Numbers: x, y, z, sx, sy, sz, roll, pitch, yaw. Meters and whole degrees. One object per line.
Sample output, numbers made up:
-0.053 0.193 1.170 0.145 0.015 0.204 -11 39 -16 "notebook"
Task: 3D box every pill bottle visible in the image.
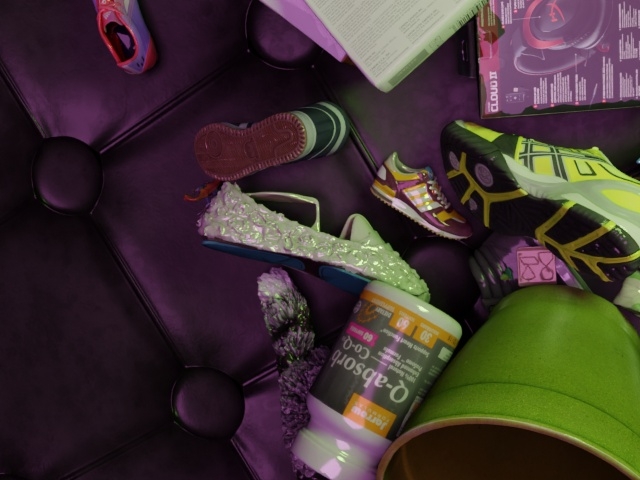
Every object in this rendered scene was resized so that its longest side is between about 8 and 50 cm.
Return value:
0.078 0.212 1.100 0.162 0.162 0.278 28 84 6 "pill bottle"

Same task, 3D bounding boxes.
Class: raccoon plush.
0.083 0.236 1.246 0.299 0.216 0.446 -16 96 7 "raccoon plush"

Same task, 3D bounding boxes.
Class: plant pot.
0.305 0.253 1.039 0.367 0.353 0.366 13 128 18 "plant pot"

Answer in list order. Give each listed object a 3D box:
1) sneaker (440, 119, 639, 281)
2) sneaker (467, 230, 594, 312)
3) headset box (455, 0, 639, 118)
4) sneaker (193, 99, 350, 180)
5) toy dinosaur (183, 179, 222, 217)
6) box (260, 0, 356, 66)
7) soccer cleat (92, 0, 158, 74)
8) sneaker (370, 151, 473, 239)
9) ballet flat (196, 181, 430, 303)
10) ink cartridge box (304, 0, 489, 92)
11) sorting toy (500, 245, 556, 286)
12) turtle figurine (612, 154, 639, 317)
0.336 -0.080 1.116 0.385 0.147 0.145 39 153 38 "sneaker"
0.353 0.102 1.209 0.147 0.104 0.295 -38 85 18 "sneaker"
0.352 -0.299 1.127 0.293 0.110 0.218 -3 99 13 "headset box"
-0.078 -0.169 1.262 0.282 0.153 0.099 -3 104 43 "sneaker"
-0.201 -0.089 1.299 0.047 0.082 0.090 34 104 5 "toy dinosaur"
0.057 -0.376 1.055 0.168 0.345 0.215 38 106 3 "box"
-0.351 -0.400 1.269 0.083 0.095 0.248 -21 96 15 "soccer cleat"
0.176 -0.072 1.228 0.185 0.069 0.084 29 110 5 "sneaker"
0.000 0.000 1.240 0.409 0.147 0.147 18 104 0 "ballet flat"
0.070 -0.313 0.870 0.181 0.056 0.224 -41 74 16 "ink cartridge box"
0.318 0.040 1.155 0.083 0.012 0.062 -3 94 12 "sorting toy"
0.556 0.005 1.082 0.275 0.198 0.266 23 91 11 "turtle figurine"
